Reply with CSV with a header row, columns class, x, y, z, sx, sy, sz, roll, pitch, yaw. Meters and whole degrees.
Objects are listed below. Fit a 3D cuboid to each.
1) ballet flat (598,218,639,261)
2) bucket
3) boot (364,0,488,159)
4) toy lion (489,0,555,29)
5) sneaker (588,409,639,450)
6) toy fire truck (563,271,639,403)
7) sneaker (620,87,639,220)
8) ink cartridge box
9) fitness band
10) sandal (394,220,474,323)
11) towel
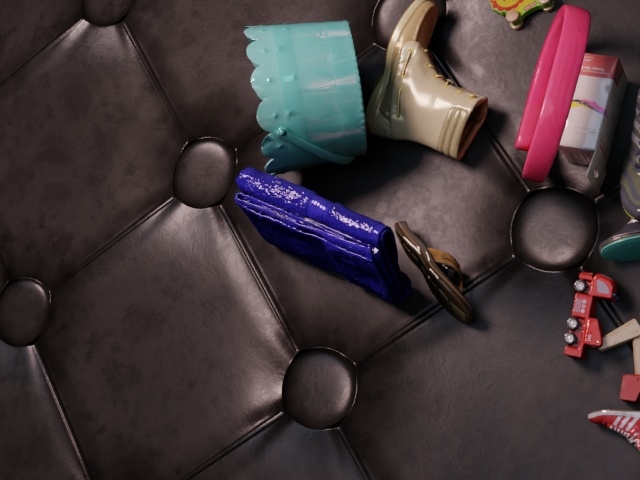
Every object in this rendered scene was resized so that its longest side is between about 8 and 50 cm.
class,x,y,z,sx,sy,sz,roll,pitch,yaw
ballet flat,0.541,-0.016,1.668,0.203,0.074,0.074,-13,73,28
bucket,-0.025,-0.254,1.860,0.183,0.281,0.281,-8,74,-1
boot,0.209,-0.286,1.864,0.203,0.095,0.261,21,89,28
toy lion,0.352,-0.430,1.869,0.100,0.034,0.096,-28,60,17
sneaker,0.474,0.297,1.634,0.119,0.042,0.067,-2,74,23
toy fire truck,0.459,0.152,1.672,0.135,0.047,0.192,10,81,26
sneaker,0.527,-0.174,1.659,0.111,0.121,0.299,5,72,32
ink cartridge box,0.439,-0.191,1.722,0.067,0.115,0.198,13,83,26
fitness band,0.376,-0.236,1.711,0.054,0.209,0.290,15,83,2
sandal,0.203,0.045,1.810,0.060,0.090,0.219,-30,58,-7
towel,0.000,0.000,1.822,0.308,0.227,0.076,25,68,28
